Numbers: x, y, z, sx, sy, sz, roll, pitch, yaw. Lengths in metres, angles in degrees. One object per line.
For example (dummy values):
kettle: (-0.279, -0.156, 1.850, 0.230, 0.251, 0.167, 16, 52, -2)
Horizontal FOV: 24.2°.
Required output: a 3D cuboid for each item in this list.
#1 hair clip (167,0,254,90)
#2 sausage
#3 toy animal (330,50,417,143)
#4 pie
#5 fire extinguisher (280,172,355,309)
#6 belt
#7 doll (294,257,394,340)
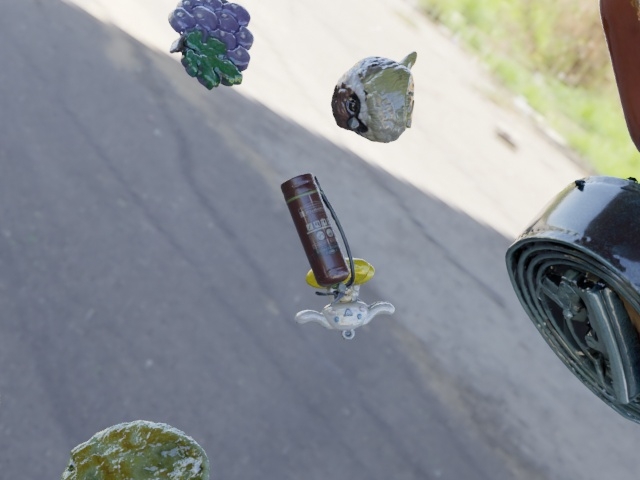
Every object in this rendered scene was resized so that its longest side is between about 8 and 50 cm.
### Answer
hair clip: (-0.149, -0.263, 1.964, 0.124, 0.052, 0.195, 24, 38, -16)
sausage: (0.302, -0.160, 1.348, 0.077, 0.077, 0.194, -42, 118, -74)
toy animal: (0.063, -0.173, 1.704, 0.098, 0.098, 0.137, 31, 48, -18)
pie: (-0.223, 0.293, 1.771, 0.187, 0.041, 0.187, -2, 46, 2)
fire extinguisher: (0.000, 0.000, 1.754, 0.064, 0.043, 0.158, -17, 81, -31)
belt: (0.276, 0.067, 1.309, 0.206, 0.116, 0.267, 15, -36, 53)
doll: (0.024, 0.084, 2.086, 0.113, 0.135, 0.071, 60, -12, 0)
